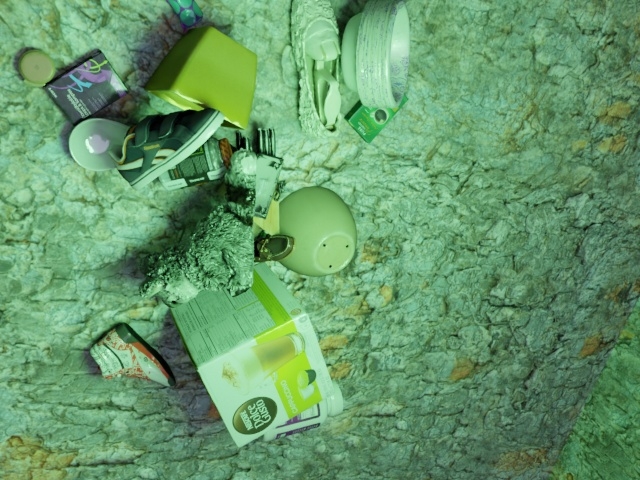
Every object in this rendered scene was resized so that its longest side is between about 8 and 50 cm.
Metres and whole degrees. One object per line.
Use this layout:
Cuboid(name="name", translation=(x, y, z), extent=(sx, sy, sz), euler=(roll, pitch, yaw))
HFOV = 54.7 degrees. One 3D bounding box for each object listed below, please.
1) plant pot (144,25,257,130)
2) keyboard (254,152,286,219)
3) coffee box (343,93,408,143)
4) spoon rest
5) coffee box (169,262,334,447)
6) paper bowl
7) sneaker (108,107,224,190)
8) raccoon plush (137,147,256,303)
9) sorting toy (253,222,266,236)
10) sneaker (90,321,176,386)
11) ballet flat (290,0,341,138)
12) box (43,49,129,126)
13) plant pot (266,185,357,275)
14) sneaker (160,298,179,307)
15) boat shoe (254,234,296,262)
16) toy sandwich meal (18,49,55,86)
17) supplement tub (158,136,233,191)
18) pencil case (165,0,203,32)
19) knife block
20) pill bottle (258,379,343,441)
Cuboid(name="plant pot", translation=(-0.278, -0.409, 1.535), extent=(0.212, 0.212, 0.187), euler=(23, 89, -35))
Cuboid(name="keyboard", translation=(-0.151, -0.148, 1.724), extent=(0.108, 0.023, 0.180), euler=(12, 106, -24))
Cuboid(name="coffee box", translation=(0.168, -0.398, 1.868), extent=(0.184, 0.040, 0.113), euler=(-49, 126, 2))
Cuboid(name="spoon rest", translation=(-0.489, -0.255, 1.563), extent=(0.277, 0.084, 0.137), euler=(-16, 121, -21))
Cuboid(name="coffee box", translation=(-0.208, 0.330, 1.852), extent=(0.334, 0.338, 0.337), euler=(-26, 123, -14))
Cuboid(name="paper bowl", translation=(0.148, -0.506, 1.686), extent=(0.148, 0.284, 0.284), euler=(8, 119, 17))
Cuboid(name="sneaker", translation=(-0.374, -0.238, 1.454), extent=(0.321, 0.126, 0.127), euler=(-28, 116, 27))
Cuboid(name="raccoon plush", translation=(-0.332, -0.030, 1.629), extent=(0.299, 0.216, 0.446), euler=(0, 104, -13))
Cuboid(name="sorting toy", translation=(-0.201, -0.029, 1.875), extent=(0.062, 0.012, 0.083), euler=(-45, 123, -7))
Cuboid(name="sneaker", translation=(-0.560, 0.374, 1.842), extent=(0.145, 0.090, 0.270), euler=(-37, 122, -6))
Cuboid(name="ballet flat", translation=(0.010, -0.469, 1.692), extent=(0.147, 0.147, 0.408), euler=(-17, 120, -20))
Cuboid(name="box", translation=(-0.565, -0.366, 1.499), extent=(0.162, 0.029, 0.116), euler=(-35, 125, -7))
Cuboid(name="plant pot", translation=(0.000, 0.000, 1.888), extent=(0.284, 0.191, 0.284), euler=(-12, 120, -22))
Cuboid(name="sneaker", translation=(-0.356, 0.091, 1.796), extent=(0.271, 0.108, 0.100), euler=(-47, 125, -1))
Cuboid(name="boat shoe", translation=(-0.159, 0.027, 1.821), extent=(0.073, 0.207, 0.073), euler=(19, 64, -39))
Cuboid(name="toy sandwich meal", translation=(-0.657, -0.399, 1.435), extent=(0.086, 0.029, 0.085), euler=(-8, 111, -22))
Cuboid(name="supplement tub", translation=(-0.326, -0.203, 1.625), extent=(0.191, 0.117, 0.117), euler=(-13, 122, 1))
Cuboid(name="pencil case", translation=(-0.348, -0.581, 1.484), extent=(0.070, 0.064, 0.151), euler=(-52, 127, -16))
Cuboid(name="knife block", translation=(-0.163, -0.182, 1.768), extent=(0.242, 0.088, 0.276), euler=(-49, 124, 1))
Cuboid(name="pill bottle", translation=(-0.081, 0.579, 2.153), extent=(0.302, 0.169, 0.169), euler=(-8, 118, -24))
